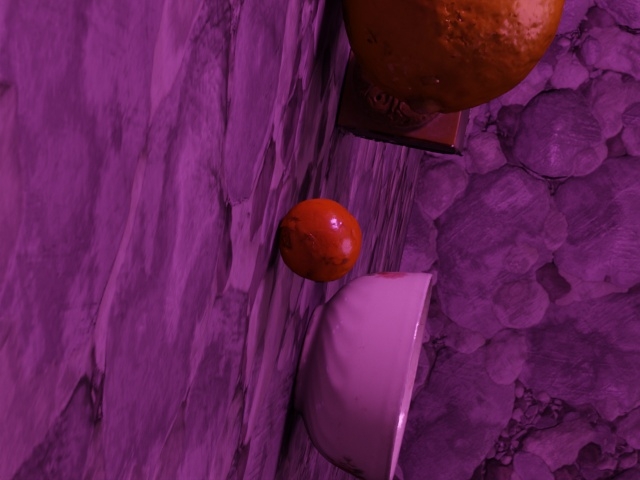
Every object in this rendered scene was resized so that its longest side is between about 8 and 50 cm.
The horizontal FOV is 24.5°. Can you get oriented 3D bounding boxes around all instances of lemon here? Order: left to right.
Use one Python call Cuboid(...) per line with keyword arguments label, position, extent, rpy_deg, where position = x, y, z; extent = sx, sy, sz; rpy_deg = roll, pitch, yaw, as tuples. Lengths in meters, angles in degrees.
Cuboid(label="lemon", position=(0.132, -0.261, 1.468), extent=(0.236, 0.236, 0.263), rpy_deg=(26, 53, -83))

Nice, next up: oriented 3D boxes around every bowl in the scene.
Cuboid(label="bowl", position=(0.049, 0.163, 1.861), extent=(0.277, 0.145, 0.277), rpy_deg=(13, 90, -84))

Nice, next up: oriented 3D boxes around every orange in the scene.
Cuboid(label="orange", position=(0.000, -0.001, 1.422), extent=(0.083, 0.083, 0.083), rpy_deg=(12, 90, -83))

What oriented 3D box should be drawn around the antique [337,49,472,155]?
Cuboid(label="antique", position=(0.105, -0.183, 1.723), extent=(0.148, 0.146, 0.152), rpy_deg=(11, 90, -82))
